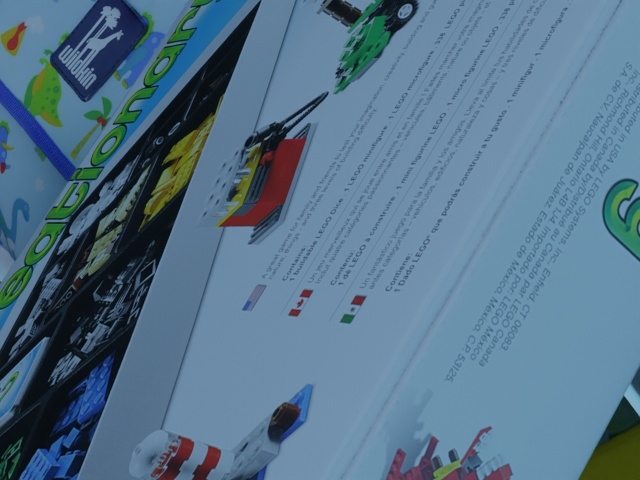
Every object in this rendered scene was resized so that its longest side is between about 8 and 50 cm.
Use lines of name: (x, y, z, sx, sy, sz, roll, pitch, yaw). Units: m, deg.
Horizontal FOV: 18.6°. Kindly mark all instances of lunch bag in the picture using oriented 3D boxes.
lunch bag: (-0.068, -0.044, 0.720, 0.129, 0.096, 0.151, 48, 133, 30)

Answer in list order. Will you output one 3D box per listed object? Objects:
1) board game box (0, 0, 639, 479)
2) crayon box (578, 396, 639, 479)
board game box: (0.000, 0.000, 0.452, 0.053, 0.305, 0.193, 40, 161, -27)
crayon box: (0.097, 0.165, 0.480, 0.323, 0.203, 0.083, 55, 148, 19)
